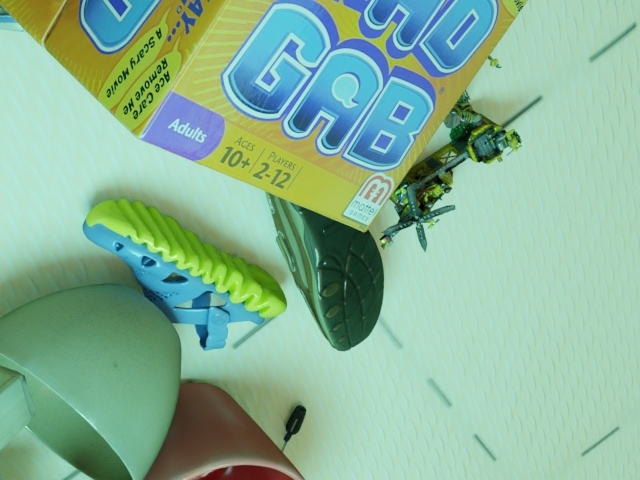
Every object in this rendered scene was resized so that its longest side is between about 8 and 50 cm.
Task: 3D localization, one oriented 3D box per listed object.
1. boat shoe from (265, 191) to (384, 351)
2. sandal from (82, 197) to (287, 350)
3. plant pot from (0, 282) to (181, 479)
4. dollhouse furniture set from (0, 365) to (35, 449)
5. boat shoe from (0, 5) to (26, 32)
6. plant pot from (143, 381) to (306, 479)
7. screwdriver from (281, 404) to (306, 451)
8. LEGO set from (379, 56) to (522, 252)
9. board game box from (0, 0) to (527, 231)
[{"bbox_3d":[0.000,0.000,1.316,0.123,0.120,0.324,-27,117,-29],"label":"boat shoe"},{"bbox_3d":[-0.196,0.059,1.270,0.317,0.126,0.138,35,103,-30],"label":"sandal"},{"bbox_3d":[-0.296,0.167,1.222,0.191,0.284,0.284,-51,128,-30],"label":"plant pot"},{"bbox_3d":[-0.459,0.366,1.114,0.256,0.362,0.394,-47,143,-47],"label":"dollhouse furniture set"},{"bbox_3d":[-0.377,-0.280,1.065,0.183,0.066,0.066,0,111,-32],"label":"boat shoe"},{"bbox_3d":[-0.173,0.351,1.342,0.275,0.243,0.275,-11,121,-19],"label":"plant pot"},{"bbox_3d":[-0.064,0.341,1.519,0.025,0.024,0.170,16,113,-28],"label":"screwdriver"},{"bbox_3d":[0.146,-0.162,1.246,0.255,0.192,0.331,-27,122,-7],"label":"LEGO set"},{"bbox_3d":[-0.058,-0.282,0.947,0.356,0.356,0.356,20,108,-53],"label":"board game box"}]
